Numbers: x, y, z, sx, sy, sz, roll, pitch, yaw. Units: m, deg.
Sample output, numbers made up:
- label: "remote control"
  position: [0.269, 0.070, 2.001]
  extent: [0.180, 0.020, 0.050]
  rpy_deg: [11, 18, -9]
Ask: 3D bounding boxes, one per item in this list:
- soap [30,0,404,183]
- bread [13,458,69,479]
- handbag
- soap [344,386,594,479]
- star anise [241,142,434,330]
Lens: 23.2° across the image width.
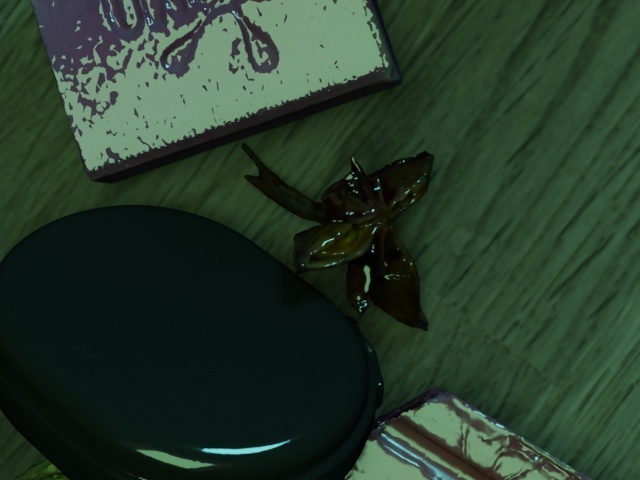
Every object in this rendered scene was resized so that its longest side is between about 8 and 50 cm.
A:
- label: "soap"
  position: [-0.085, -0.167, 1.211]
  extent: [0.259, 0.081, 0.181]
  rpy_deg: [-17, 87, 7]
- label: "bread"
  position: [-0.137, 0.344, 1.098]
  extent: [0.242, 0.346, 0.405]
  rpy_deg: [-41, 91, -1]
- label: "handbag"
  position: [-0.102, 0.089, 1.131]
  extent: [0.308, 0.254, 0.093]
  rpy_deg: [36, 133, 28]
- label: "soap"
  position: [0.121, 0.216, 1.168]
  extent: [0.250, 0.099, 0.162]
  rpy_deg: [33, 93, 6]
- label: "star anise"
  position: [0.004, -0.008, 1.206]
  extent: [0.144, 0.158, 0.140]
  rpy_deg: [-4, 77, 40]
